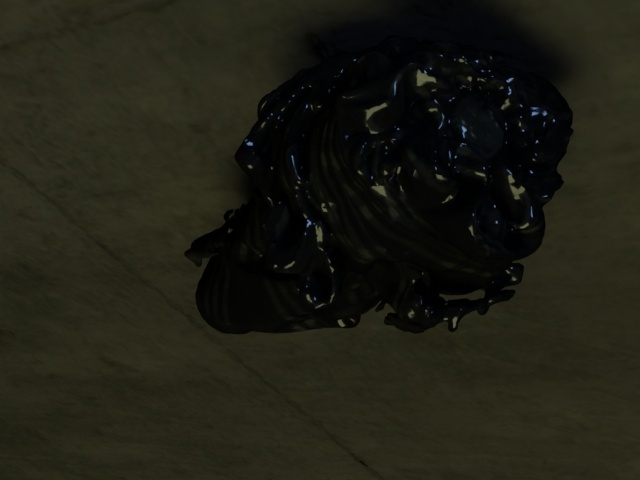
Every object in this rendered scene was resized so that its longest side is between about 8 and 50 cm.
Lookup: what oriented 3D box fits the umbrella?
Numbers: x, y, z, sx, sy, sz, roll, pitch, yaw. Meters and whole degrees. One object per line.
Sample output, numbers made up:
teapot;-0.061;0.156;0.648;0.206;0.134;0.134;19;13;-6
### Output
umbrella;-0.010;-0.005;0.610;0.154;0.128;0.336;32;152;-25
